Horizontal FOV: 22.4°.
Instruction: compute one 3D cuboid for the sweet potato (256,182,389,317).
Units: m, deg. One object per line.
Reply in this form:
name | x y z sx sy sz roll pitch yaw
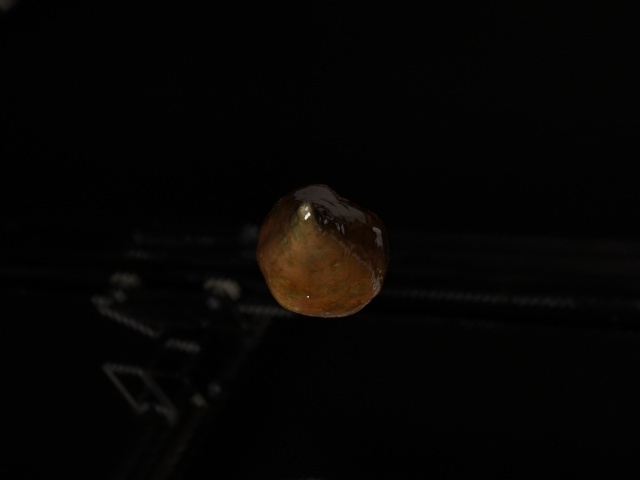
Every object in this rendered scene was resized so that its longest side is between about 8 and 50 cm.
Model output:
sweet potato | 0.000 0.000 0.570 0.049 0.117 0.049 -1 -100 4
